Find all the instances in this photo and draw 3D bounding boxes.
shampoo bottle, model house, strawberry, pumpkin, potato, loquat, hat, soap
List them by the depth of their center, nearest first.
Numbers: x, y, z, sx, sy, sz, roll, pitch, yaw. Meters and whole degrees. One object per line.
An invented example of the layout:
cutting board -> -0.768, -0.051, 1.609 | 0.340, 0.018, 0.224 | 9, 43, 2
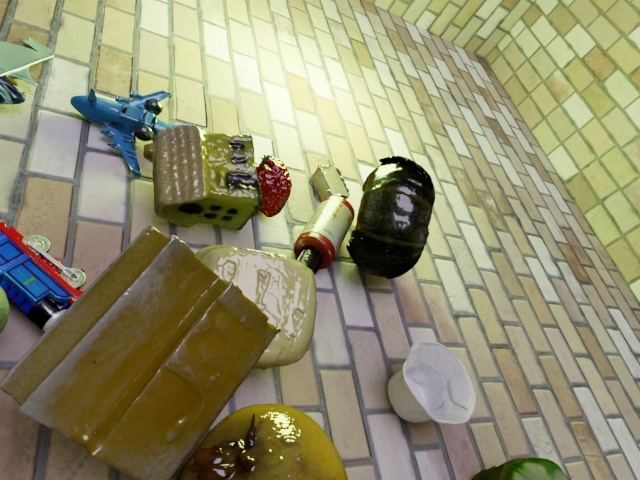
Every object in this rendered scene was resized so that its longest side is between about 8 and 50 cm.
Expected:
soap -> -0.233, 0.160, 0.667 | 0.281, 0.143, 0.259 | -54, 126, -21
loquat -> -0.089, 0.374, 0.677 | 0.275, 0.275, 0.274 | 20, 46, -22
model house -> -0.271, -0.134, 1.050 | 0.234, 0.175, 0.193 | 0, 69, -25
hat -> 0.233, 0.336, 1.052 | 0.203, 0.126, 0.203 | 20, 46, -22
shampoo bottle -> 0.000, 0.000, 1.181 | 0.104, 0.104, 0.278 | 36, 42, -6
strawberry -> -0.135, -0.140, 1.195 | 0.131, 0.131, 0.148 | -39, 104, -48
pumpkin -> 0.184, -0.052, 1.222 | 0.192, 0.320, 0.320 | 15, 44, 3
potato -> 0.027, -0.158, 1.367 | 0.086, 0.061, 0.122 | -5, 61, -39

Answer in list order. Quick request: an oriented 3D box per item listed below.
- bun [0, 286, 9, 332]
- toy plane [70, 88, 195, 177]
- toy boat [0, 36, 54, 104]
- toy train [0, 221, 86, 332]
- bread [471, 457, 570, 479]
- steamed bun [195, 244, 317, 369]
bun -> -0.546, 0.093, 0.644 | 0.195, 0.195, 0.118 | -4, 57, -38
toy plane -> -0.441, -0.279, 1.102 | 0.271, 0.105, 0.254 | 22, 59, -25
toy boat -> -0.705, -0.403, 1.041 | 0.220, 0.067, 0.291 | 31, 40, -10
toy train -> -0.490, 0.069, 0.783 | 0.204, 0.082, 0.131 | 40, 42, 2
bread -> 0.466, 0.654, 0.952 | 0.382, 0.129, 0.366 | 46, 42, 5
steamed bun -> -0.149, 0.136, 0.918 | 0.273, 0.166, 0.232 | 11, 66, -21
